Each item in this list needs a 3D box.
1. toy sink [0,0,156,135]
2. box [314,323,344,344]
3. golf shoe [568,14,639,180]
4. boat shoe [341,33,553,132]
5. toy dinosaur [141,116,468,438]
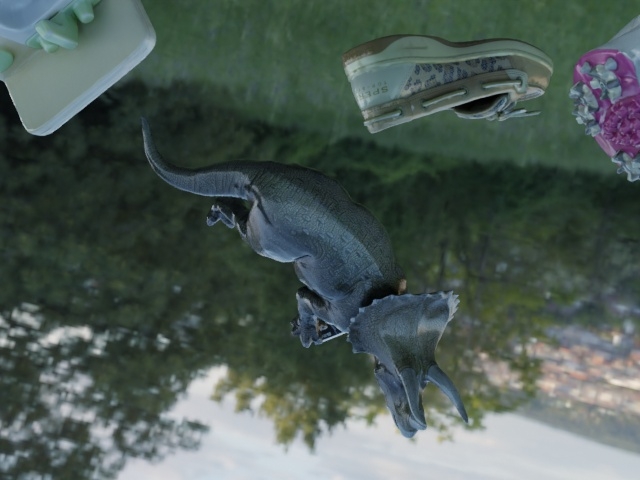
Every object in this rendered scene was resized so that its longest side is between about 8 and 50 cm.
[{"bbox_3d":[-0.270,-0.228,0.799,0.153,0.234,0.131,-33,162,21],"label":"toy sink"},{"bbox_3d":[0.011,0.147,1.753,0.083,0.067,0.018,-17,161,-36],"label":"box"},{"bbox_3d":[0.254,-0.124,0.591,0.115,0.140,0.306,53,172,8],"label":"golf shoe"},{"bbox_3d":[0.140,-0.155,0.992,0.285,0.089,0.105,-6,174,-38],"label":"boat shoe"},{"bbox_3d":[0.000,0.000,0.735,0.313,0.121,0.160,53,155,-7],"label":"toy dinosaur"}]
